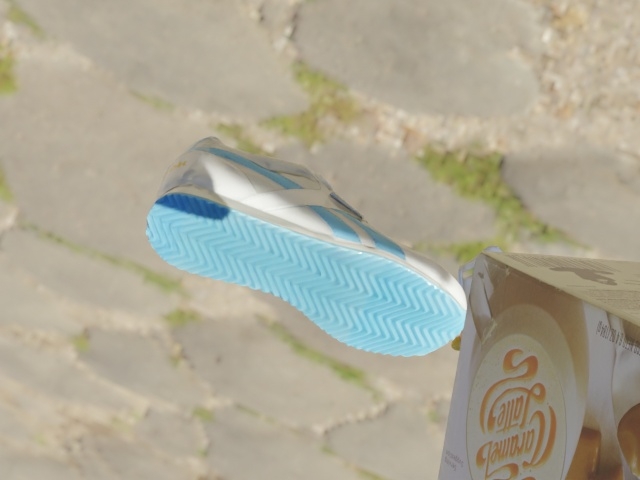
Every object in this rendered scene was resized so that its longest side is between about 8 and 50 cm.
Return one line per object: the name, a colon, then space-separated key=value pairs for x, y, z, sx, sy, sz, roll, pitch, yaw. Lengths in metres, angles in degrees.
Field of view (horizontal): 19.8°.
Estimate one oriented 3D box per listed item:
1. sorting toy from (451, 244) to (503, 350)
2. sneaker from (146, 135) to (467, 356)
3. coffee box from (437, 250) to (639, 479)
sorting toy: x=0.131 y=0.046 z=1.469 sx=0.045 sy=0.083 sz=0.075 roll=12 pitch=122 yaw=43
sneaker: x=0.000 y=0.000 z=1.243 sx=0.229 sy=0.092 sz=0.087 roll=26 pitch=129 yaw=-8
coffee box: x=0.146 y=0.098 z=0.756 sx=0.098 sy=0.141 sz=0.246 roll=5 pitch=-170 yaw=-21
